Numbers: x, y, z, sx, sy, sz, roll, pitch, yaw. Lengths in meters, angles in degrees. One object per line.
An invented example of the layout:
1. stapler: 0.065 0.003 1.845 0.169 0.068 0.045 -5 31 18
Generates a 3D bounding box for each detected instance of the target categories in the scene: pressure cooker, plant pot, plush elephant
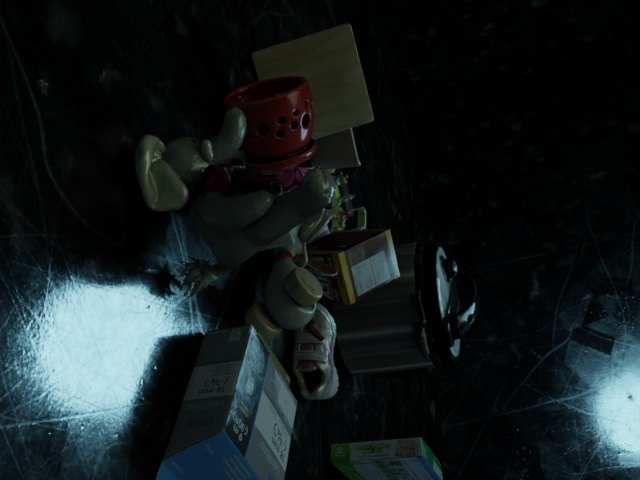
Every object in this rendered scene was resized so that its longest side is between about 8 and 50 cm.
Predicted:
1. pressure cooker: 0.240 0.192 1.932 0.375 0.420 0.369 48 35 -60
2. plant pot: -0.102 -0.255 1.496 0.191 0.191 0.174 -66 146 -60
3. plush elephant: -0.164 -0.096 1.152 0.255 0.330 0.272 56 6 -3

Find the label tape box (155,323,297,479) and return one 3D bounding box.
1. label tape box: -0.148 0.350 1.160 0.333 0.106 0.240 -79 153 -48

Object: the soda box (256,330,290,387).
1. soda box: -0.122 0.258 1.359 0.058 0.061 0.181 -82 156 -43

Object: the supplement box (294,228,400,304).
1. supplement box: 0.056 0.062 1.693 0.194 0.191 0.129 -24 106 -41

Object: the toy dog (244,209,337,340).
1. toy dog: -0.043 0.106 1.493 0.161 0.220 0.333 45 40 -18

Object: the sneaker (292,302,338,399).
1. sneaker: -0.015 0.268 1.619 0.111 0.103 0.252 -10 89 -74

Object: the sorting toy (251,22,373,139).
1. sorting toy: -0.021 -0.402 1.750 0.089 0.257 0.255 -109 -178 -66

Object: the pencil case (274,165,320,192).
1. pencil case: -0.048 -0.153 1.765 0.209 0.095 0.098 -8 112 -72

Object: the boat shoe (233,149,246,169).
1. boat shoe: -0.200 -0.143 1.382 0.153 0.048 0.056 -62 152 -52

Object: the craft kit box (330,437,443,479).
1. craft kit box: 0.182 0.602 1.817 0.250 0.247 0.061 59 24 -50

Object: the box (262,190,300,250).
1. box: -0.108 -0.043 1.501 0.102 0.101 0.087 -75 149 -55

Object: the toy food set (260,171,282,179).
1. toy food set: -0.131 -0.111 1.517 0.122 0.078 0.019 -61 145 -39

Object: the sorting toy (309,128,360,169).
1. sorting toy: 0.024 -0.305 1.925 0.038 0.193 0.208 -30 111 -39

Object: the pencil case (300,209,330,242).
1. pencil case: 0.000 0.000 1.827 0.086 0.088 0.206 -130 -162 -60

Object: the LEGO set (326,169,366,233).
1. LEGO set: 0.075 -0.122 2.102 0.132 0.107 0.287 33 50 -67
